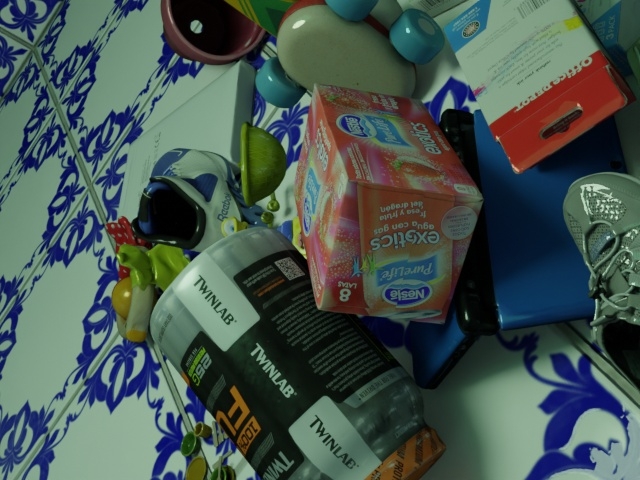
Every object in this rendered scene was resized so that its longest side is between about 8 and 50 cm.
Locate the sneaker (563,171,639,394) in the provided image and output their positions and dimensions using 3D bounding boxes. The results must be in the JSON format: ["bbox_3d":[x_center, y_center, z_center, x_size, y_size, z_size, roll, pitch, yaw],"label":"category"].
[{"bbox_3d":[0.279,0.045,0.779,0.105,0.115,0.281,108,150,-43],"label":"sneaker"}]

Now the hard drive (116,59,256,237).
[{"bbox_3d":[-0.257,-0.162,1.692,0.353,0.047,0.233,-28,47,39],"label":"hard drive"}]

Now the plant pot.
[{"bbox_3d":[-0.217,-0.423,1.711,0.180,0.201,0.201,-8,60,67],"label":"plant pot"}]

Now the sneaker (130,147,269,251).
[{"bbox_3d":[-0.222,-0.071,1.433,0.315,0.182,0.128,42,112,47],"label":"sneaker"}]

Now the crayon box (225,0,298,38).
[{"bbox_3d":[-0.106,-0.462,1.467,0.083,0.322,0.203,-31,46,36],"label":"crayon box"}]

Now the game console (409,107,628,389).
[{"bbox_3d":[0.214,-0.001,1.017,0.250,0.173,0.293,113,162,-54],"label":"game console"}]

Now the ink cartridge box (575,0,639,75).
[{"bbox_3d":[0.284,-0.232,1.053,0.181,0.061,0.104,-12,59,47],"label":"ink cartridge box"}]

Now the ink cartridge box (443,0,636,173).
[{"bbox_3d":[0.236,-0.174,0.954,0.134,0.078,0.231,-34,51,24],"label":"ink cartridge box"}]

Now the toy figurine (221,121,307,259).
[{"bbox_3d":[0.000,0.000,1.231,0.217,0.191,0.363,-9,58,15],"label":"toy figurine"}]

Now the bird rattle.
[{"bbox_3d":[-0.330,0.067,1.568,0.253,0.143,0.207,20,99,57],"label":"bird rattle"}]

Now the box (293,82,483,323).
[{"bbox_3d":[0.060,-0.052,1.009,0.300,0.142,0.154,-103,22,-61],"label":"box"}]

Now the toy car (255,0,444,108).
[{"bbox_3d":[0.046,-0.308,1.302,0.219,0.210,0.238,-46,24,40],"label":"toy car"}]

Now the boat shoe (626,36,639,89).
[{"bbox_3d":[0.368,-0.117,0.857,0.094,0.109,0.302,-48,26,41],"label":"boat shoe"}]

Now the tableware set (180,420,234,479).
[{"bbox_3d":[-0.164,0.323,1.270,0.104,0.024,0.154,-43,40,25],"label":"tableware set"}]

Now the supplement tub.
[{"bbox_3d":[-0.024,0.154,0.977,0.316,0.193,0.194,47,108,20],"label":"supplement tub"}]

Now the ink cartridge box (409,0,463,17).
[{"bbox_3d":[0.219,-0.451,1.292,0.181,0.056,0.225,-19,55,43],"label":"ink cartridge box"}]
